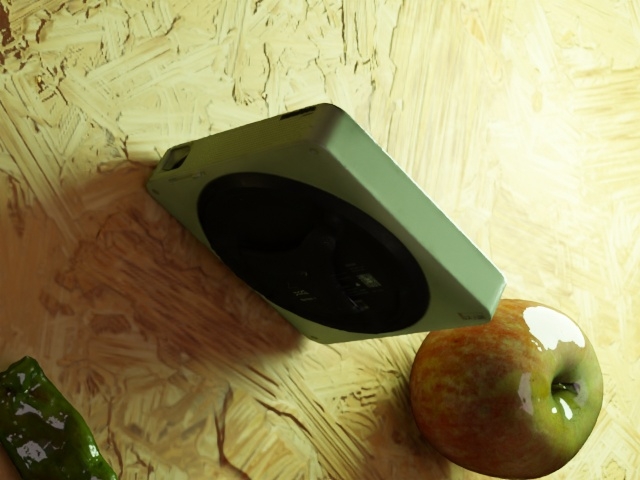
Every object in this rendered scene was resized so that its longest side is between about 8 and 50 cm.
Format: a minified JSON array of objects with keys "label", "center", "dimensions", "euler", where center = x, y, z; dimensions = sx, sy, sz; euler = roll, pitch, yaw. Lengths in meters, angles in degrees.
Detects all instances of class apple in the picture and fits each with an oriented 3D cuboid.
[{"label":"apple","center":[0.187,0.151,1.837],"dimensions":[0.188,0.174,0.188],"euler":[4,83,-41]}]

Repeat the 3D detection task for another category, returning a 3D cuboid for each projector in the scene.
[{"label":"projector","center":[0.000,0.000,1.648],"dimensions":[0.259,0.257,0.079],"euler":[43,58,-26]}]

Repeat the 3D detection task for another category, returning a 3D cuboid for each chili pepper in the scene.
[{"label":"chili pepper","center":[-0.219,0.197,1.557],"dimensions":[0.072,0.073,0.204],"euler":[-36,95,-19]}]
